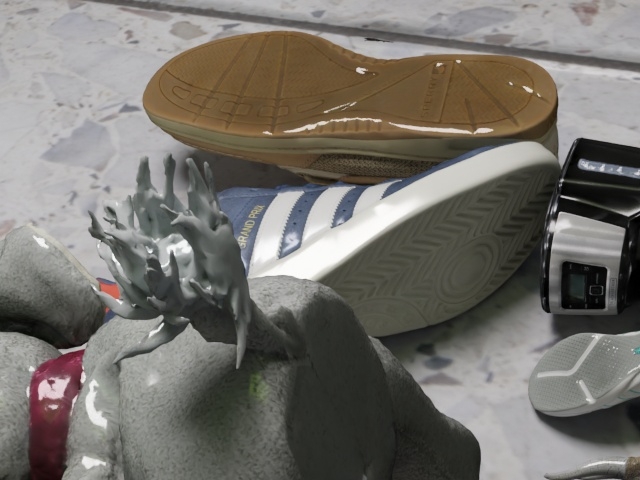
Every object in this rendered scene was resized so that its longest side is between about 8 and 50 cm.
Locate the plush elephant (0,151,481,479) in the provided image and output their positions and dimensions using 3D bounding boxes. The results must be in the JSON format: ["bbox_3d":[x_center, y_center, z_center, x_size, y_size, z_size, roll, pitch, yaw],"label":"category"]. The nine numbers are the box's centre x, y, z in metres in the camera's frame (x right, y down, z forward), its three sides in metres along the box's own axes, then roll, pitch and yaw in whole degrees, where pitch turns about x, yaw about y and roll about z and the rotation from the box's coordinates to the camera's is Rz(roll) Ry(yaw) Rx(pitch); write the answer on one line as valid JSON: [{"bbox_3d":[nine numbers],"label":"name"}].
[{"bbox_3d":[-0.100,0.121,0.574,0.255,0.330,0.271,-12,36,26],"label":"plush elephant"}]

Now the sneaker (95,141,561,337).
[{"bbox_3d":[0.000,0.000,0.802,0.350,0.131,0.148,-25,46,-18],"label":"sneaker"}]

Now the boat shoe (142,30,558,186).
[{"bbox_3d":[0.018,-0.085,0.921,0.341,0.110,0.121,9,53,21],"label":"boat shoe"}]

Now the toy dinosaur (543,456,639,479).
[{"bbox_3d":[0.300,0.096,0.639,0.314,0.121,0.160,-28,54,-16],"label":"toy dinosaur"}]

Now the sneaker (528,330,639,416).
[{"bbox_3d":[0.202,0.080,0.713,0.152,0.061,0.053,-26,45,30],"label":"sneaker"}]

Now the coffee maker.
[{"bbox_3d":[0.252,-0.003,0.788,0.178,0.120,0.171,11,20,22],"label":"coffee maker"}]
